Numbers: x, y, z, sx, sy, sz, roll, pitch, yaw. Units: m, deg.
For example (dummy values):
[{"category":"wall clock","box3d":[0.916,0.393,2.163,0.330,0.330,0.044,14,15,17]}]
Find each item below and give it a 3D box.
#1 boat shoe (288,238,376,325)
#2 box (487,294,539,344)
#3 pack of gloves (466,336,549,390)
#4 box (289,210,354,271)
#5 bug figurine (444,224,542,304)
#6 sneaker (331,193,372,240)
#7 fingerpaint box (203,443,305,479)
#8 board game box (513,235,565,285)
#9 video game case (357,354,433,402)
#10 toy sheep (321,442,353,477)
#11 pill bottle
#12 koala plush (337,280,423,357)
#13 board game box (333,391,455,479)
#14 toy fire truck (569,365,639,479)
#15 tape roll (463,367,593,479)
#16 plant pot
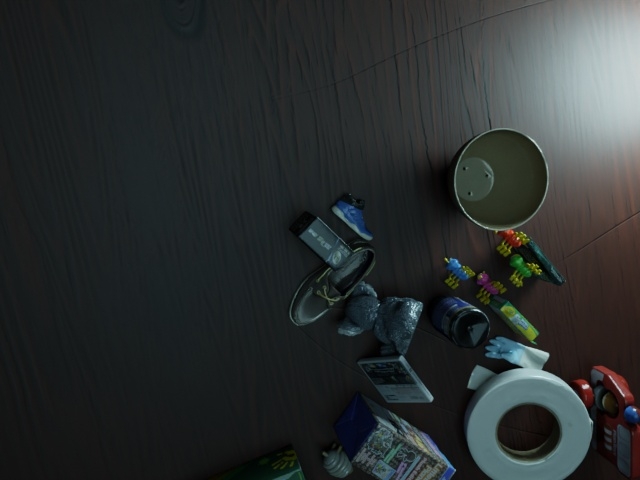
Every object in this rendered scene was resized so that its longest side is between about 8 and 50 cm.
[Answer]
[{"category":"boat shoe","box3d":[0.035,0.129,1.833,0.324,0.097,0.116,-44,104,-3]},{"category":"box","box3d":[0.608,0.249,1.968,0.043,0.105,0.179,-45,105,-2]},{"category":"pack of gloves","box3d":[0.615,0.426,2.027,0.232,0.046,0.195,21,93,-14]},{"category":"box","box3d":[0.000,0.000,1.763,0.147,0.180,0.077,44,88,-15]},{"category":"bug figurine","box3d":[0.523,0.072,1.906,0.279,0.072,0.216,-36,111,26]},{"category":"sneaker","box3d":[0.114,-0.073,1.839,0.152,0.058,0.084,41,97,-8]},{"category":"fingerpaint box","box3d":[-0.173,0.901,1.872,0.371,0.163,0.444,-19,101,-8]},{"category":"board game box","box3d":[0.661,0.057,1.940,0.026,0.126,0.186,-43,105,-5]},{"category":"video game case","box3d":[0.221,0.417,1.880,0.173,0.190,0.022,54,53,-14]},{"category":"toy sheep","box3d":[0.051,0.678,1.928,0.132,0.091,0.091,40,89,-20]},{"category":"pill bottle","box3d":[0.400,0.234,1.863,0.123,0.219,0.122,-2,99,-12]},{"category":"koala plush","box3d":[0.172,0.223,1.844,0.221,0.203,0.196,20,77,11]},{"category":"board game box","box3d":[0.214,0.620,1.876,0.291,0.232,0.141,35,91,-14]},{"category":"toy fire truck","box3d":[0.936,0.570,2.008,0.170,0.254,0.302,-4,99,-11]},{"category":"tape roll","box3d":[0.657,0.600,2.002,0.392,0.072,0.391,0,100,3]},{"category":"plant pot","box3d":[0.486,-0.177,1.831,0.284,0.191,0.284,-1,96,-11]}]
